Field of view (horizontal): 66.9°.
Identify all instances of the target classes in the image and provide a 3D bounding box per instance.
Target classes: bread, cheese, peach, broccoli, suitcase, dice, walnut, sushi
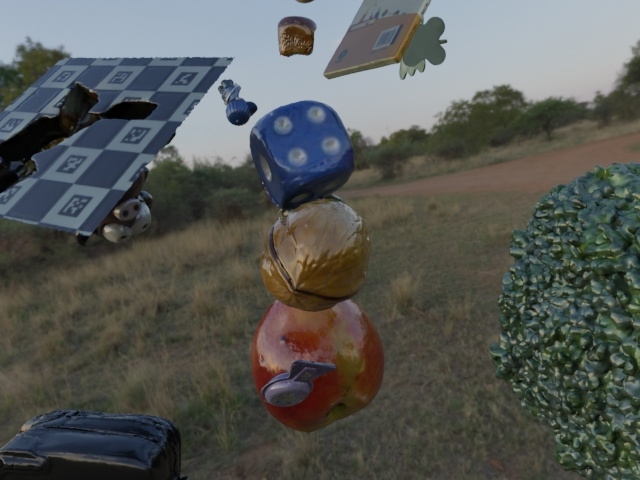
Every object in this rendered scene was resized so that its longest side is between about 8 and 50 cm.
[{"bbox_3d":[-0.078,-0.651,1.541,0.129,0.126,0.044,4,11,8],"label":"bread"},{"bbox_3d":[-0.055,0.287,0.966,0.105,0.042,0.191,14,-46,-25],"label":"cheese"},{"bbox_3d":[-0.016,0.309,1.325,0.388,0.388,0.388,-11,8,2],"label":"peach"},{"bbox_3d":[0.332,0.119,0.471,0.317,0.277,0.338,29,27,-5],"label":"broccoli"},{"bbox_3d":[-0.408,0.498,0.876,0.339,0.345,0.188,4,6,5],"label":"suitcase"},{"bbox_3d":[-0.034,-0.145,0.843,0.146,0.147,0.143,-20,-12,-18],"label":"dice"},{"bbox_3d":[-0.002,0.018,0.617,0.144,0.144,0.180,-8,14,20],"label":"walnut"},{"bbox_3d":[-0.338,-0.142,0.699,0.359,0.064,0.343,9,54,24],"label":"sushi"}]

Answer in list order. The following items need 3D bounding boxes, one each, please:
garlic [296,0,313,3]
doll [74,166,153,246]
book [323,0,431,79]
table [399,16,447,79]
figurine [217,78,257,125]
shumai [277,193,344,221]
[{"bbox_3d":[-0.022,-0.364,0.678,0.053,0.083,0.041,-18,-36,37],"label":"garlic"},{"bbox_3d":[-0.398,-0.097,0.931,0.117,0.257,0.182,31,44,23],"label":"doll"},{"bbox_3d":[0.130,-0.428,0.872,0.020,0.296,0.208,33,-10,-33],"label":"book"},{"bbox_3d":[0.279,-0.592,1.494,0.166,0.167,0.198,-12,13,-10],"label":"table"},{"bbox_3d":[-0.249,-0.404,1.410,0.087,0.149,0.086,-11,-26,-51],"label":"figurine"},{"bbox_3d":[0.000,0.000,1.371,0.222,0.204,0.272,-40,-27,19],"label":"shumai"}]
